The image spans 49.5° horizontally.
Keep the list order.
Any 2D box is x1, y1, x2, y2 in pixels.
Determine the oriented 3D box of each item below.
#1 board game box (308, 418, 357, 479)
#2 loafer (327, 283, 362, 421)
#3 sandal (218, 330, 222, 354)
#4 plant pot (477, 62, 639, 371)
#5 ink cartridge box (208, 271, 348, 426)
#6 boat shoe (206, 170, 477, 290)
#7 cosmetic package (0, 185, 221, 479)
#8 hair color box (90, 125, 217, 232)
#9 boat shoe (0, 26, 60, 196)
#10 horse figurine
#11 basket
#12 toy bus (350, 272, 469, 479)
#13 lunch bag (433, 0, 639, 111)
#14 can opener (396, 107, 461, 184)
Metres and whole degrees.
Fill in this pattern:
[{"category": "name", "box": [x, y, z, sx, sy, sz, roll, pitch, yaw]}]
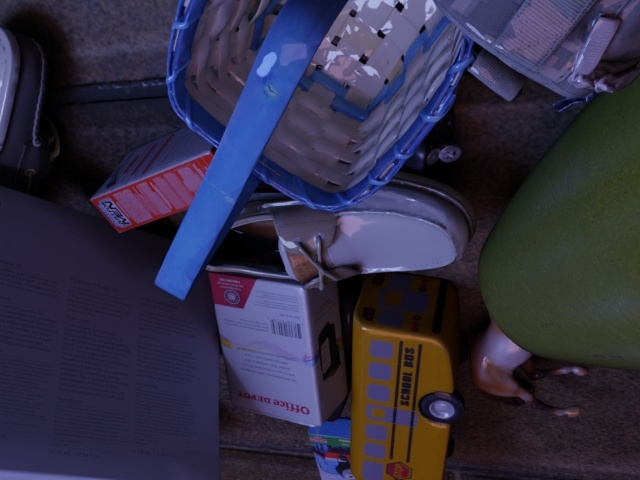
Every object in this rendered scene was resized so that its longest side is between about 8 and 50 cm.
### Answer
[{"category": "board game box", "box": [0.077, 0.354, 1.069, 0.160, 0.039, 0.211, 2, 132, 17]}, {"category": "loafer", "box": [0.008, 0.137, 0.876, 0.078, 0.080, 0.220, 13, 124, 13]}, {"category": "sandal", "box": [-0.176, 0.131, 0.940, 0.254, 0.054, 0.097, -5, 129, 23]}, {"category": "plant pot", "box": [0.267, -0.005, 0.549, 0.275, 0.275, 0.293, 33, 147, -12]}, {"category": "ink cartridge box", "box": [-0.045, 0.109, 0.791, 0.127, 0.072, 0.175, 6, 114, 28]}, {"category": "boat shoe", "box": [0.000, 0.000, 0.686, 0.302, 0.103, 0.113, 2, 131, 34]}, {"category": "cosmetic package", "box": [-0.281, 0.103, 0.703, 0.377, 0.284, 0.097, 21, 142, -36]}, {"category": "hair color box", "box": [-0.147, -0.073, 0.718, 0.167, 0.093, 0.053, -14, 125, 30]}, {"category": "boat shoe", "box": [-0.344, -0.101, 0.763, 0.109, 0.091, 0.305, 57, 133, 26]}, {"category": "horse figurine", "box": [0.236, 0.116, 0.781, 0.174, 0.066, 0.263, 13, 132, -1]}, {"category": "basket", "box": [-0.016, -0.115, 0.498, 0.201, 0.289, 0.255, 30, 134, -9]}, {"category": "toy bus", "box": [0.107, 0.205, 0.849, 0.130, 0.108, 0.333, 7, 126, 11]}, {"category": "lunch bag", "box": [0.169, -0.246, 0.339, 0.212, 0.256, 0.305, 25, 134, -4]}, {"category": "can opener", "box": [0.101, -0.058, 0.684, 0.059, 0.073, 0.186, -21, 136, -14]}]
